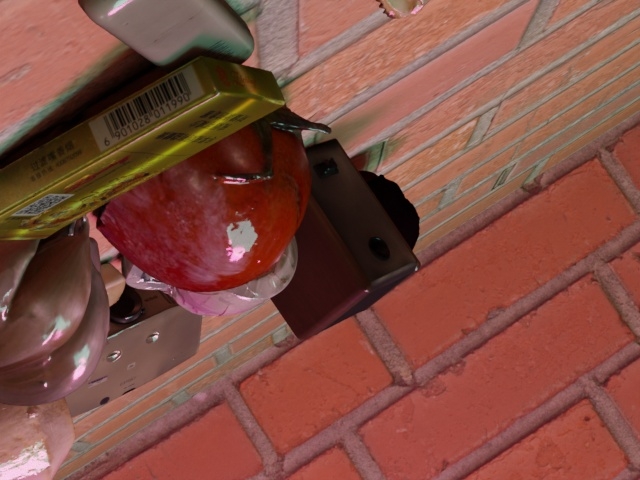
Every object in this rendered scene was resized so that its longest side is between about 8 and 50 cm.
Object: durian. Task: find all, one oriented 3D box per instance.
[{"bbox_3d":[0.089,-0.276,1.268,0.052,0.066,0.130,-24,158,-48],"label":"durian"}]

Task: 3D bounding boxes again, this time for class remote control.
[{"bbox_3d":[-0.123,-0.184,1.089,0.090,0.038,0.309,-32,172,7],"label":"remote control"}]

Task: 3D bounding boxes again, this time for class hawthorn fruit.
[{"bbox_3d":[0.047,-0.008,2.131,0.251,0.190,0.189,-34,172,27],"label":"hawthorn fruit"}]

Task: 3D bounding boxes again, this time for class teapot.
[{"bbox_3d":[-0.158,0.040,1.755,0.221,0.163,0.178,-25,172,-38],"label":"teapot"}]

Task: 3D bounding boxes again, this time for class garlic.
[{"bbox_3d":[-0.348,0.073,1.449,0.292,0.210,0.237,-31,136,-3],"label":"garlic"}]

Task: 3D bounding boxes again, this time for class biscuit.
[{"bbox_3d":[-0.340,0.080,1.680,0.188,0.052,0.056,-24,151,-47],"label":"biscuit"}]

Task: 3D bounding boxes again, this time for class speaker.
[{"bbox_3d":[0.000,0.000,1.858,0.192,0.231,0.153,-40,168,38],"label":"speaker"}]

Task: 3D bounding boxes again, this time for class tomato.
[{"bbox_3d":[-0.118,-0.026,1.513,0.309,0.170,0.309,-33,169,-7],"label":"tomato"}]

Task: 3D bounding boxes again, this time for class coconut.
[{"bbox_3d":[-0.461,0.265,1.736,0.237,0.237,0.197,-29,-155,-25],"label":"coconut"}]

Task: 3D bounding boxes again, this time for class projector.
[{"bbox_3d":[-0.309,0.152,1.931,0.269,0.088,0.194,-25,147,-30],"label":"projector"}]

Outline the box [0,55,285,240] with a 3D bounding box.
[{"bbox_3d":[-0.199,-0.082,1.223,0.311,0.043,0.173,-27,173,18],"label":"box"}]
